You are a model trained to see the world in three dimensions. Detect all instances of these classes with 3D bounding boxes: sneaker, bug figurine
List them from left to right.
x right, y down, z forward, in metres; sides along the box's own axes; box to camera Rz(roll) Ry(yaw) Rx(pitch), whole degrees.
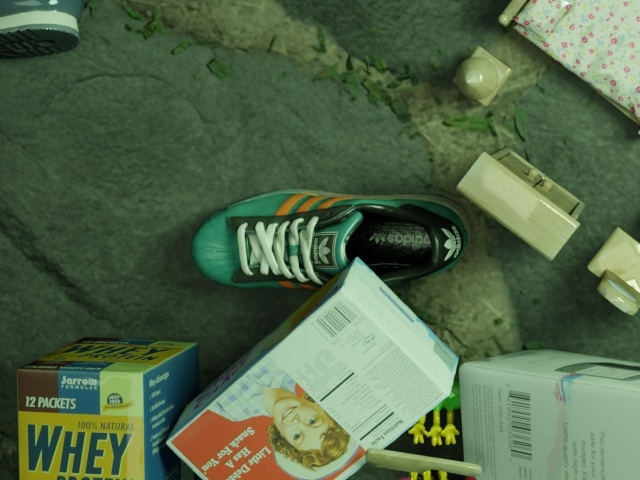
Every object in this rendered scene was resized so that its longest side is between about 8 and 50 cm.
[{"bbox_3d":[-0.408,-0.269,1.793,0.319,0.112,0.131,0,80,10],"label":"sneaker"},{"bbox_3d":[0.000,0.000,1.710,0.302,0.121,0.108,-5,95,13],"label":"sneaker"},{"bbox_3d":[0.057,0.215,1.746,0.216,0.072,0.279,3,102,19],"label":"bug figurine"}]

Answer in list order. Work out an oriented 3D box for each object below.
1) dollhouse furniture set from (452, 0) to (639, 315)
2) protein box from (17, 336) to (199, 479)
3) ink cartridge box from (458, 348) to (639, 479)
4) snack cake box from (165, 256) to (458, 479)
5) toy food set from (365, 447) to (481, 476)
[{"bbox_3d":[0.305,-0.151,1.597,0.303,0.174,0.355,38,103,6],"label":"dollhouse furniture set"},{"bbox_3d":[-0.219,0.218,1.745,0.136,0.200,0.201,1,96,12],"label":"protein box"},{"bbox_3d":[0.279,0.233,1.588,0.306,0.131,0.226,5,100,54],"label":"ink cartridge box"},{"bbox_3d":[-0.009,0.162,1.658,0.152,0.089,0.264,45,113,-8],"label":"snack cake box"},{"bbox_3d":[0.090,0.289,1.653,0.132,0.038,0.192,7,134,0],"label":"toy food set"}]
